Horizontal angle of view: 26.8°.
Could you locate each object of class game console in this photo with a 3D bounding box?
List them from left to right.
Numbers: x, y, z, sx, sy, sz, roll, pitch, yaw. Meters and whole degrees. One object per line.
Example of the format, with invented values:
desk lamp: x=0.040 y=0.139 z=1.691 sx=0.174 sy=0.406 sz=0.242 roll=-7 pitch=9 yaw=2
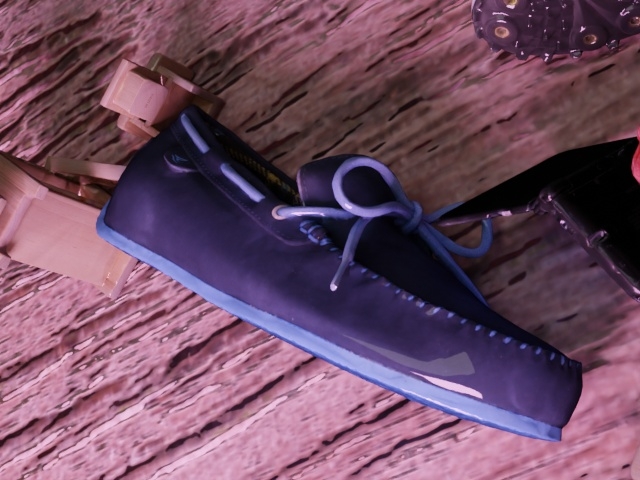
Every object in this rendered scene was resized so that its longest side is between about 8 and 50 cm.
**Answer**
game console: x=0.141 y=-0.011 z=0.672 sx=0.107 sy=0.122 sz=0.071 roll=48 pitch=136 yaw=16

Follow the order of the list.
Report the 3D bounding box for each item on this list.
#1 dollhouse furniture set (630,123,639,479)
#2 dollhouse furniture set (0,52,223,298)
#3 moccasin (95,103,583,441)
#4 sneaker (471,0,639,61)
dollhouse furniture set: x=0.190 y=0.090 z=0.550 sx=0.152 sy=0.201 sz=0.374 roll=24 pitch=90 yaw=34
dollhouse furniture set: x=-0.182 y=-0.071 z=0.852 sx=0.101 sy=0.182 sz=0.161 roll=32 pitch=95 yaw=36
moccasin: x=0.000 y=0.000 z=0.743 sx=0.342 sy=0.137 sz=0.117 roll=25 pitch=86 yaw=35
sneaker: x=0.181 y=-0.183 z=0.718 sx=0.237 sy=0.085 sz=0.086 roll=-36 pitch=33 yaw=24
